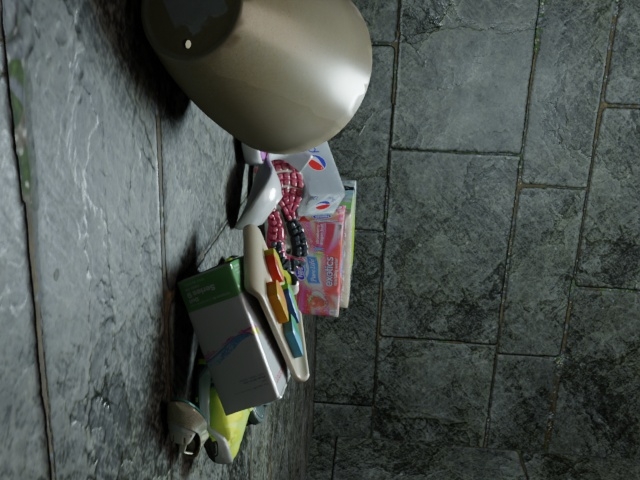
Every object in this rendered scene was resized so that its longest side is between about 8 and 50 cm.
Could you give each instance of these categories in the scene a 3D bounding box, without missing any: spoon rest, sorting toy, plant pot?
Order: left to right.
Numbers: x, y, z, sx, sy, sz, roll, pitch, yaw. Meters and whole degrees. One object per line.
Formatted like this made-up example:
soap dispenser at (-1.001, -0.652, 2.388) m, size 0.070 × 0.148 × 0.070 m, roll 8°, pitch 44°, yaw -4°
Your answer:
plant pot at (-0.095, -0.255, 0.880) m, size 0.274 × 0.256 × 0.257 m, roll 4°, pitch 89°, yaw -70°
spoon rest at (-0.108, -0.118, 1.443) m, size 0.137 × 0.084 × 0.276 m, roll -50°, pitch -175°, yaw 39°
sorting toy at (-0.066, 0.096, 1.125) m, size 0.193 × 0.038 × 0.208 m, roll -101°, pitch 168°, yaw -57°

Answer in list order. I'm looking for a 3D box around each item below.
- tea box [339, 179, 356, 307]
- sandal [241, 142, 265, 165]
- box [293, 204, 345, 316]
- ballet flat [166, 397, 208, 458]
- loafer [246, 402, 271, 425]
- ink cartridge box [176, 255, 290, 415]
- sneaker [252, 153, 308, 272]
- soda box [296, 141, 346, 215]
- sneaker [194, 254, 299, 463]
tea box at (0.000, 0.000, 2.298) m, size 0.323 × 0.220 × 0.329 m, roll -79°, pitch 171°, yaw -67°
sandal at (-0.097, -0.323, 1.505) m, size 0.169 × 0.102 × 0.416 m, roll 87°, pitch 7°, yaw -57°
box at (-0.011, 0.054, 2.012) m, size 0.142 × 0.154 × 0.300 m, roll -76°, pitch 170°, yaw -64°
ballet flat at (-0.193, 0.281, 1.018) m, size 0.168 × 0.057 × 0.052 m, roll 86°, pitch 18°, yaw -59°
loafer at (-0.162, 0.331, 1.463) m, size 0.096 × 0.084 × 0.267 m, roll 62°, pitch 1°, yaw -1°
ink cartridge box at (-0.127, 0.140, 1.073) m, size 0.154 × 0.093 × 0.212 m, roll -45°, pitch 113°, yaw -84°
sneaker at (-0.111, -0.075, 1.605) m, size 0.112 × 0.120 × 0.299 m, roll 20°, pitch -63°, yaw 60°
soda box at (-0.037, -0.201, 1.681) m, size 0.091 × 0.098 × 0.286 m, roll 121°, pitch -44°, yaw -53°
sneaker at (-0.126, 0.197, 1.230) m, size 0.145 × 0.147 × 0.385 m, roll 90°, pitch 7°, yaw -61°
